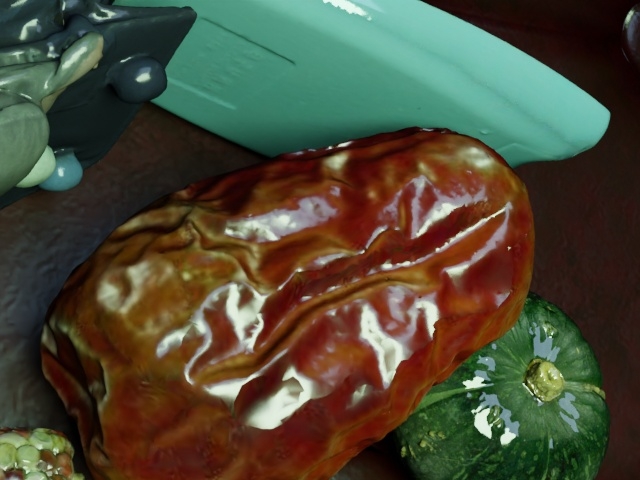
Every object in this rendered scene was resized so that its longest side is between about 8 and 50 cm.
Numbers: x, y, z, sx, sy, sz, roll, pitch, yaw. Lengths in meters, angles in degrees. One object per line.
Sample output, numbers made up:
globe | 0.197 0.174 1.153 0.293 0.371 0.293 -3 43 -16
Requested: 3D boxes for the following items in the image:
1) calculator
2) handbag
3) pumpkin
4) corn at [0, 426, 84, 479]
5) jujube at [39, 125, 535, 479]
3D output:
calculator | 0.005 -0.115 0.742 0.386 0.256 0.054 21 70 -24
handbag | -0.232 -0.048 0.571 0.325 0.269 0.118 -37 93 -34
pumpkin | 0.138 0.124 0.786 0.190 0.146 0.190 10 47 -11
corn | -0.276 0.154 0.572 0.280 0.092 0.092 3 69 -27
jujube | -0.007 0.049 0.665 0.342 0.216 0.216 -28 85 -17
